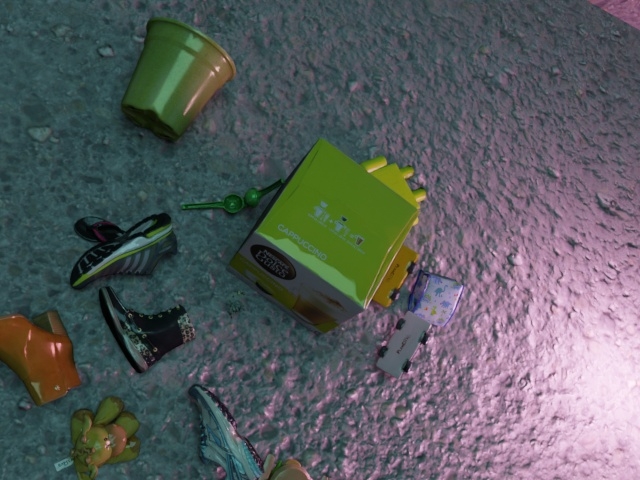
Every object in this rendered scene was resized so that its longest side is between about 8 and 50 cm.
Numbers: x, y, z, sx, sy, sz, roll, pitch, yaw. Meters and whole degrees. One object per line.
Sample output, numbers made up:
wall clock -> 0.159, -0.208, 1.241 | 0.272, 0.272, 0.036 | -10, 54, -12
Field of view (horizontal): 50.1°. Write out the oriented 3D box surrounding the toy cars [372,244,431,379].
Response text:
toy cars -> 0.230, 0.205, 2.007 | 0.177, 0.087, 0.393 | -11, 75, 12

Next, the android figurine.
android figurine -> 0.201, -0.140, 2.137 | 0.273, 0.056, 0.248 | -22, 81, -28

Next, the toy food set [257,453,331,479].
toy food set -> -0.080, 0.638, 1.775 | 0.192, 0.038, 0.132 | 28, 71, -16

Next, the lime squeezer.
lime squeezer -> -0.224, -0.123, 1.913 | 0.310, 0.110, 0.058 | -12, 60, 18

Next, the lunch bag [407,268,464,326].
lunch bag -> 0.341, 0.178, 2.061 | 0.129, 0.096, 0.151 | 16, 96, -15

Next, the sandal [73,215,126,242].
sandal -> -0.556, -0.019, 1.806 | 0.179, 0.040, 0.067 | 21, 67, -13

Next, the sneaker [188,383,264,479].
sneaker -> -0.263, 0.492, 1.711 | 0.122, 0.110, 0.283 | -34, 78, -8

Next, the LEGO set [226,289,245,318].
LEGO set -> -0.230, 0.173, 1.877 | 0.054, 0.023, 0.083 | 3, 71, -20

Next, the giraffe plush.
giraffe plush -> -0.514, 0.464, 1.584 | 0.210, 0.170, 0.181 | -39, 89, -27

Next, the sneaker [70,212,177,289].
sneaker -> -0.498, 0.052, 1.766 | 0.300, 0.111, 0.121 | -30, 121, -12

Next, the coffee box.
coffee box -> 0.000, 0.000, 1.851 | 0.338, 0.334, 0.338 | 36, 63, -6

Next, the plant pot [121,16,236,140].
plant pot -> -0.415, -0.428, 1.899 | 0.276, 0.276, 0.253 | 29, 75, -10

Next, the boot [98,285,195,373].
boot -> -0.444, 0.197, 1.754 | 0.179, 0.085, 0.236 | -28, 90, -29

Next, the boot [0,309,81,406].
boot -> -0.676, 0.277, 1.559 | 0.295, 0.104, 0.211 | -3, 72, -63
